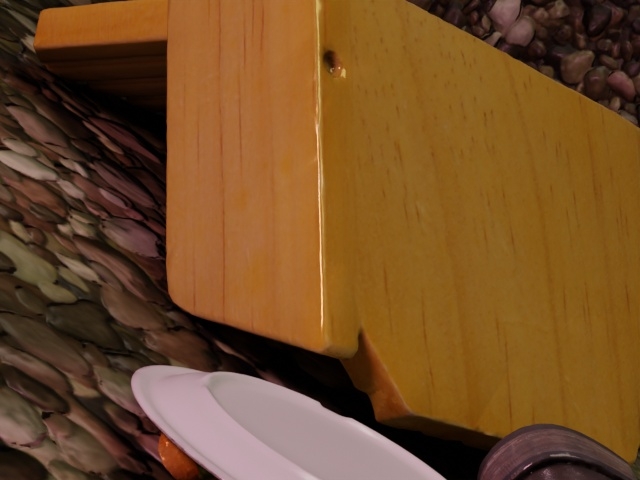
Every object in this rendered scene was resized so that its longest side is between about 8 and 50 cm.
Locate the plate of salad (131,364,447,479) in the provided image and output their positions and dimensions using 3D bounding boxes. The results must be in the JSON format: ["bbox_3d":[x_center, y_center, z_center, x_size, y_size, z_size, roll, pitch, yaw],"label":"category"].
[{"bbox_3d":[0.000,0.114,0.830,0.200,0.048,0.200,27,7,-3],"label":"plate of salad"}]

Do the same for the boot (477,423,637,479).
[{"bbox_3d":[0.190,0.212,0.901,0.263,0.091,0.229,24,23,-23],"label":"boot"}]

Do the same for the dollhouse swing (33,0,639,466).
[{"bbox_3d":[0.000,0.000,1.174,0.347,0.305,0.315,20,62,-46],"label":"dollhouse swing"}]
